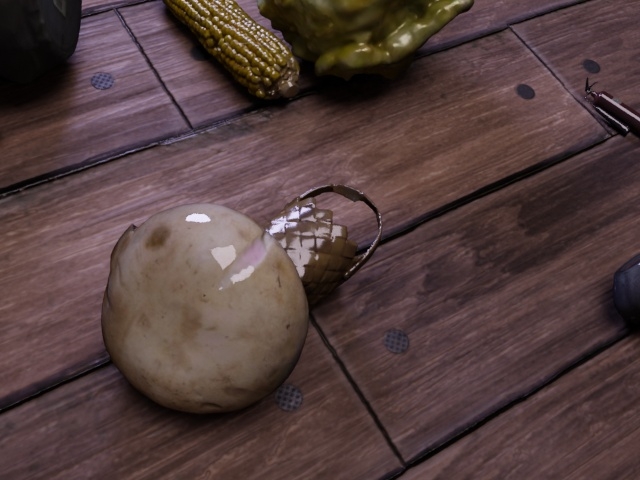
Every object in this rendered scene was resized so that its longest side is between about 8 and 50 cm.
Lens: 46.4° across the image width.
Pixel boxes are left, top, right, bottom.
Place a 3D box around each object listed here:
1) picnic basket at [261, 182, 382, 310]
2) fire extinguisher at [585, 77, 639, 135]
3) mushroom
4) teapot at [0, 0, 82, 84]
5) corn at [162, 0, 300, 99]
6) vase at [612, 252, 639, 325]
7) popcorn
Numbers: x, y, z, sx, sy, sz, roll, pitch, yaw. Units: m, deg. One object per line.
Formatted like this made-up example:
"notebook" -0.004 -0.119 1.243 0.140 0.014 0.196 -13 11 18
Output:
"picnic basket" 0.000 0.000 0.968 0.128 0.138 0.178 38 64 14
"fire extinguisher" 0.518 -0.212 1.286 0.173 0.035 0.049 38 96 13
"mushroom" -0.135 0.073 0.857 0.254 0.255 0.184 35 23 11
"teapot" -0.535 -0.331 1.013 0.361 0.305 0.376 -1 86 -2
"corn" -0.150 -0.333 1.187 0.097 0.097 0.320 -34 68 -28
"vase" 0.491 0.101 1.031 0.120 0.120 0.183 -33 83 -28
"popcorn" 0.077 -0.400 1.171 0.312 0.312 0.312 6 56 -8
